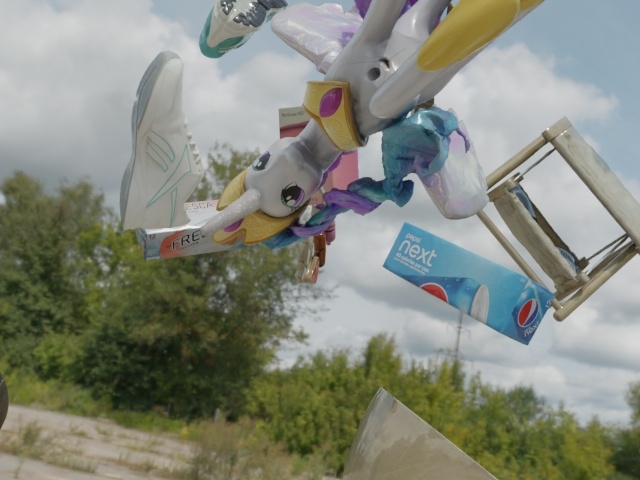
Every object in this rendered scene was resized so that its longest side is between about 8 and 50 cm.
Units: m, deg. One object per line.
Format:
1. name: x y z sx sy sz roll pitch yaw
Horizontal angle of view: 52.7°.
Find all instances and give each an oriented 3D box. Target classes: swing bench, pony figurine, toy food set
1. swing bench: 0.400 -0.042 1.086 0.253 0.255 0.165 52 2 6
2. pony figurine: 0.069 -0.153 0.573 0.303 0.351 0.363 47 -49 4
3. toy food set: 0.000 0.000 0.753 0.019 0.122 0.078 7 -21 16

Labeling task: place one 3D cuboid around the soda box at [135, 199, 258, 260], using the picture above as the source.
1. soda box: -0.184 -0.020 0.986 0.183 0.063 0.058 -9 -43 -26

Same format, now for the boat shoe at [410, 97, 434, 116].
1. boat shoe: 0.225 -0.320 1.440 0.050 0.135 0.045 23 -14 -25

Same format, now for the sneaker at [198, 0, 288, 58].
1. sneaker: -0.142 -0.402 1.138 0.107 0.275 0.110 41 -54 -11

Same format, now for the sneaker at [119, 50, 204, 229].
1. sneaker: -0.124 -0.077 0.523 0.061 0.152 0.053 5 29 -23

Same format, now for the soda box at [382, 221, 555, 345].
1. soda box: 0.178 0.049 0.810 0.067 0.071 0.210 26 3 -40

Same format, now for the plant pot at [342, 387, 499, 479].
1. plant pot: 0.131 0.348 0.808 0.284 0.191 0.284 39 -7 6

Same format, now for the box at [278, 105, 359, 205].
1. box: -0.003 -0.200 1.521 0.149 0.232 0.127 1 7 34

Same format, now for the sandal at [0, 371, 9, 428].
1. sandal: -0.495 0.171 0.852 0.219 0.090 0.060 52 -50 -2
